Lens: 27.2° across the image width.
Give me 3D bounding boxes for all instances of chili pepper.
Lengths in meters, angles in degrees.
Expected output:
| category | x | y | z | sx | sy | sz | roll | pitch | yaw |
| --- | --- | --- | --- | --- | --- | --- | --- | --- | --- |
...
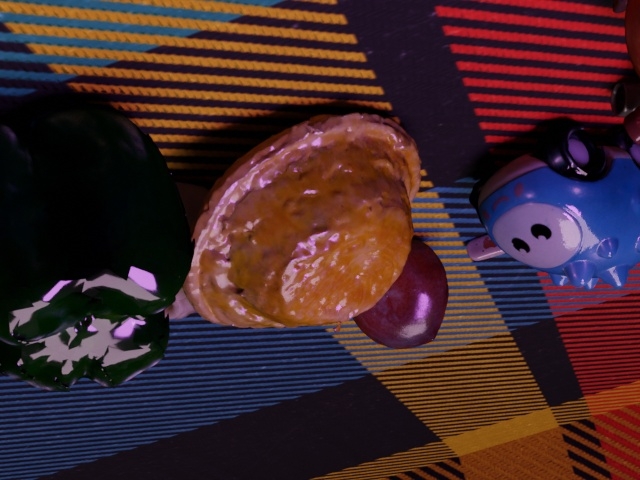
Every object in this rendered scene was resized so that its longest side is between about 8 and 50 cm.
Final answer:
| category | x | y | z | sx | sy | sz | roll | pitch | yaw |
| --- | --- | --- | --- | --- | --- | --- | --- | --- | --- |
| chili pepper | -0.250 | 0.008 | 1.272 | 0.248 | 0.256 | 0.233 | -20 | 145 | -12 |

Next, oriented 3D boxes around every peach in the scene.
| category | x | y | z | sx | sy | sz | roll | pitch | yaw |
| --- | --- | --- | --- | --- | --- | --- | --- | --- | --- |
| peach | 0.120 | 0.080 | 1.848 | 0.152 | 0.152 | 0.152 | -13 | 159 | -5 |

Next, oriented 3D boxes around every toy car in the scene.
| category | x | y | z | sx | sy | sz | roll | pitch | yaw |
| --- | --- | --- | --- | --- | --- | --- | --- | --- | --- |
| toy car | 0.326 | -0.030 | 1.651 | 0.255 | 0.190 | 0.188 | 3 | 154 | -35 |

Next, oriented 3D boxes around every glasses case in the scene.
| category | x | y | z | sx | sy | sz | roll | pitch | yaw |
| --- | --- | --- | --- | --- | --- | --- | --- | --- | --- |
| glasses case | 0.251 | 0.005 | 1.899 | 0.083 | 0.032 | 0.021 | -16 | 155 | 6 |

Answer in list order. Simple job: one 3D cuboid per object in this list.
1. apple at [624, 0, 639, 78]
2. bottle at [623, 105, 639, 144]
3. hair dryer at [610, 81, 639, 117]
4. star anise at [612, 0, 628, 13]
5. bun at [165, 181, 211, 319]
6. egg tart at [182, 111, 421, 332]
| category | x | y | z | sx | sy | sz | roll | pitch | yaw |
| --- | --- | --- | --- | --- | --- | --- | --- | --- | --- |
| apple | 0.394 | -0.217 | 1.284 | 0.201 | 0.162 | 0.201 | -21 | 168 | -5 |
| bottle | 0.440 | -0.182 | 1.439 | 0.245 | 0.104 | 0.104 | -34 | 152 | 30 |
| hair dryer | 0.428 | -0.120 | 1.577 | 0.219 | 0.088 | 0.225 | 21 | 111 | -21 |
| star anise | 0.239 | -0.274 | 1.131 | 0.177 | 0.073 | 0.234 | -13 | 143 | -27 |
| bun | -0.189 | 0.025 | 1.533 | 0.231 | 0.133 | 0.231 | -11 | 157 | -5 |
| egg tart | 0.000 | 0.000 | 1.467 | 0.319 | 0.128 | 0.319 | -27 | 142 | -23 |
